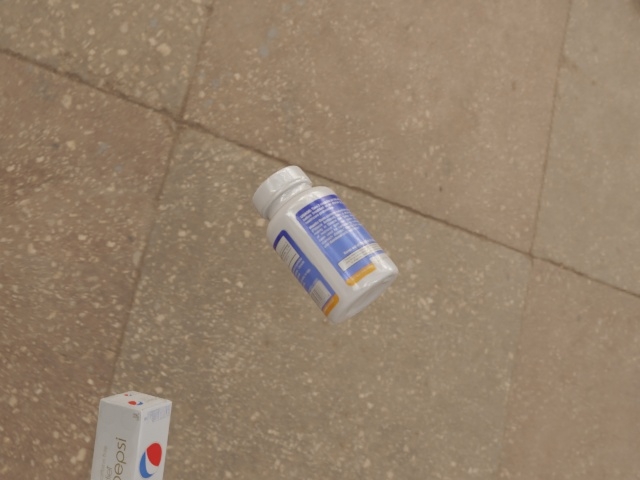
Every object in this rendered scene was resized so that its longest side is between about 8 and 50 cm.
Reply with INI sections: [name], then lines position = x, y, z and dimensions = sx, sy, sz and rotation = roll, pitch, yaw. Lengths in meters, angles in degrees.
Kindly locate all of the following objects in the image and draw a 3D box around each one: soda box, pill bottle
[soda box]
position = -0.263, 0.322, 0.886
dimensions = 0.069, 0.074, 0.216
rotation = 6, 91, -67
[pill bottle]
position = 0.000, 0.000, 1.170
dimensions = 0.152, 0.152, 0.272
rotation = -28, 71, -32
